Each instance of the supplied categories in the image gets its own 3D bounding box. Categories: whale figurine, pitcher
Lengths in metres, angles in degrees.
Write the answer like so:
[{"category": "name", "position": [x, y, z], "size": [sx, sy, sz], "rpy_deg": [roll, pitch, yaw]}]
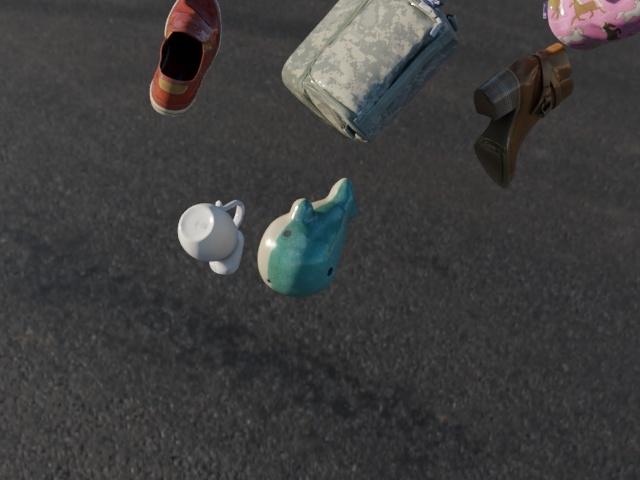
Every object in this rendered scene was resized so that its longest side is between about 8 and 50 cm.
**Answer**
[{"category": "whale figurine", "position": [0.000, 0.000, 1.782], "size": [0.141, 0.216, 0.272], "rpy_deg": [29, 62, 32]}, {"category": "pitcher", "position": [-0.236, -0.030, 2.021], "size": [0.125, 0.207, 0.178], "rpy_deg": [12, 76, 18]}]

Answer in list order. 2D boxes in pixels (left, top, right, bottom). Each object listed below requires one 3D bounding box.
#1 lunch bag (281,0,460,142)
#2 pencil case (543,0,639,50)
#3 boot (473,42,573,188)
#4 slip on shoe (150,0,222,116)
[{"category": "lunch bag", "position": [0.109, -0.351, 1.769], "size": [0.305, 0.212, 0.256], "rpy_deg": [-48, 37, -1]}, {"category": "pencil case", "position": [0.602, -0.492, 1.683], "size": [0.167, 0.160, 0.386], "rpy_deg": [27, -16, -21]}, {"category": "boot", "position": [0.429, -0.261, 1.859], "size": [0.220, 0.283, 0.109], "rpy_deg": [-33, 40, -17]}, {"category": "slip on shoe", "position": [-0.272, -0.407, 1.829], "size": [0.123, 0.101, 0.331], "rpy_deg": [17, 56, -9]}]
